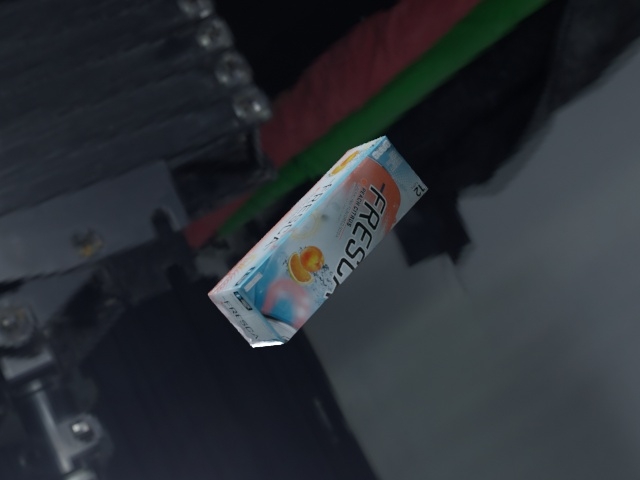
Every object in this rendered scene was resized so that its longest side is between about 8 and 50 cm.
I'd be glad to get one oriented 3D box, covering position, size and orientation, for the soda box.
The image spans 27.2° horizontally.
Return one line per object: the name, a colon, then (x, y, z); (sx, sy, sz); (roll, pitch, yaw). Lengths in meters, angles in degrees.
soda box: (0.000, 0.000, 1.029); (0.183, 0.058, 0.063); (-47, 15, -25)
